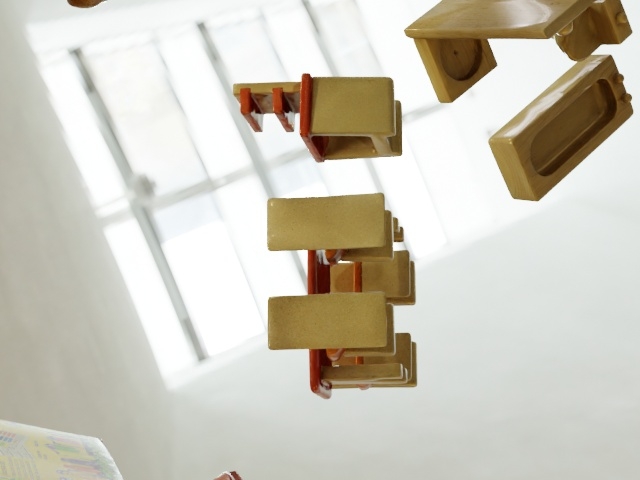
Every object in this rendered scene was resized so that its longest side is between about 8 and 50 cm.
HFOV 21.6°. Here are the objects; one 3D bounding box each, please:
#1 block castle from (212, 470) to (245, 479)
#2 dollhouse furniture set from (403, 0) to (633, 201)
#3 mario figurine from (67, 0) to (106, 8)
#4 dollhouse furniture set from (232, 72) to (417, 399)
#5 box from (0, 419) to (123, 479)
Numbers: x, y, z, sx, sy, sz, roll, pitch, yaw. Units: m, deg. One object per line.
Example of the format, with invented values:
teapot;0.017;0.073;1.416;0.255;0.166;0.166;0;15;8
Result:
block castle;0.026;0.381;1.033;0.453;0.213;0.303;57;-178;-8
dollhouse furniture set;0.169;-0.108;1.096;0.144;0.123;0.151;-40;-62;-29
mario figurine;-0.293;-0.220;1.061;0.320;0.170;0.198;4;-151;-25
dollhouse furniture set;0.000;0.000;1.387;0.262;0.135;0.259;54;-145;-76
box;-0.307;0.231;1.287;0.279;0.290;0.177;14;-89;-13
